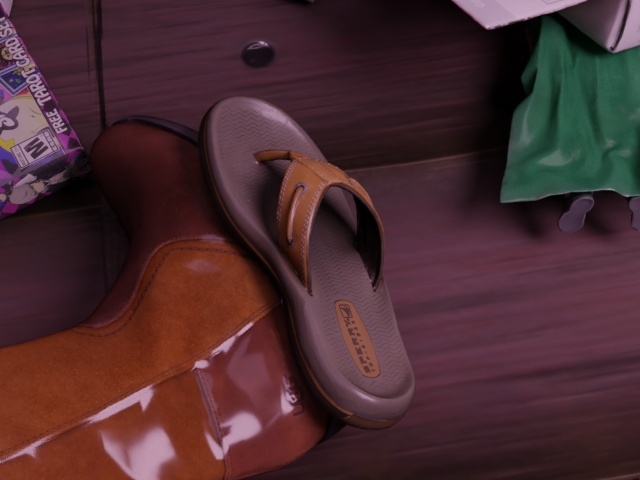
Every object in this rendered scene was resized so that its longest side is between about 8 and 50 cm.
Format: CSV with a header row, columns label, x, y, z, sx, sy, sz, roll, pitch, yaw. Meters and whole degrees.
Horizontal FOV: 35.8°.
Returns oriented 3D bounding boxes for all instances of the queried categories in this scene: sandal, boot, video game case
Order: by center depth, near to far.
label,x,y,z,sx,sy,sz,roll,pitch,yaw
boot,-0.142,0.055,0.557,0.280,0.096,0.264,-24,70,-38
sandal,0.000,0.000,0.566,0.090,0.060,0.219,-2,57,-36
video game case,-0.308,-0.094,0.715,0.210,0.042,0.232,-29,68,-10

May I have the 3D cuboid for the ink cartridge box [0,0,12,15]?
label,x,y,z,sx,sy,sz,roll,pitch,yaw
ink cartridge box,-0.277,-0.199,0.804,0.048,0.028,0.083,0,59,3

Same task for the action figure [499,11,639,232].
label,x,y,z,sx,sy,sz,roll,pitch,yaw
action figure,0.191,-0.108,0.708,0.137,0.063,0.232,1,51,5

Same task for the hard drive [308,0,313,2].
label,x,y,z,sx,sy,sz,roll,pitch,yaw
hard drive,-0.125,-0.342,0.876,0.353,0.047,0.233,18,60,13

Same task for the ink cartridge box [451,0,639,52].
label,x,y,z,sx,sy,sz,roll,pitch,yaw
ink cartridge box,0.140,-0.233,0.744,0.239,0.060,0.275,-21,50,-21
